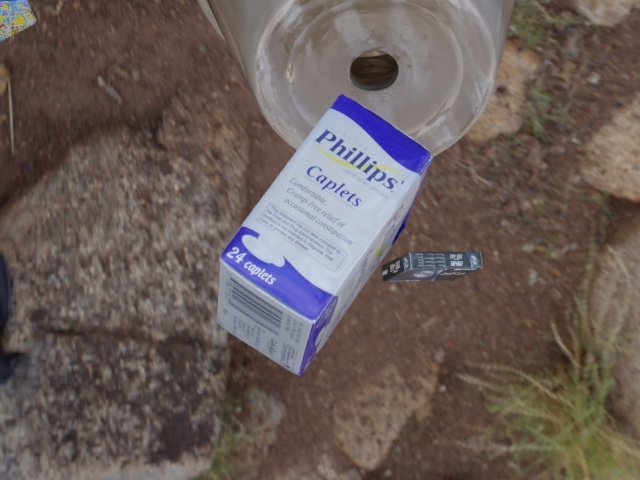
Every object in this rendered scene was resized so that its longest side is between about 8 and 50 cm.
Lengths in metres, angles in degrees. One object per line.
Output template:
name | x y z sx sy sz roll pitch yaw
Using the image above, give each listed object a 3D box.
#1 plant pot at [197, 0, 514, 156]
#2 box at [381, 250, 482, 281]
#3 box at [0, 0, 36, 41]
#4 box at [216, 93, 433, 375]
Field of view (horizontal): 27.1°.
plant pot | 0.036 -0.212 1.123 0.323 0.280 0.323 -1 130 -1
box | 0.114 0.027 1.364 0.083 0.067 0.018 0 77 -24
box | -0.364 -0.207 0.837 0.279 0.290 0.177 -31 72 -13
box | 0.000 0.000 0.846 0.072 0.126 0.137 33 70 7
